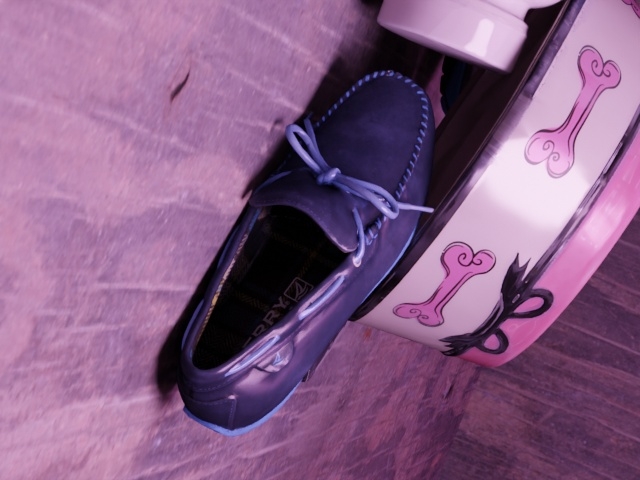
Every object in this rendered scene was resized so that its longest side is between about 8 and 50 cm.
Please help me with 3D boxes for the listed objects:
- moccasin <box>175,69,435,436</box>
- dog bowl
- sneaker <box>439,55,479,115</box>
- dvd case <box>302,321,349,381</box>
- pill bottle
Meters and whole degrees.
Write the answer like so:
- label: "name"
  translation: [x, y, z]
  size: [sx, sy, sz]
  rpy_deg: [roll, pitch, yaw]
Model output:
- label: "moccasin"
  translation: [0.000, 0.000, 1.450]
  size: [0.117, 0.138, 0.342]
  rpy_deg: [74, 39, -64]
- label: "dog bowl"
  translation: [0.188, -0.060, 1.672]
  size: [0.408, 0.150, 0.408]
  rpy_deg: [-57, -176, 6]
- label: "sneaker"
  translation: [0.242, -0.260, 1.943]
  size: [0.340, 0.140, 0.125]
  rpy_deg: [-62, -172, -17]
- label: "dvd case"
  translation: [0.037, 0.011, 1.865]
  size: [0.238, 0.030, 0.179]
  rpy_deg: [-54, 162, -48]
- label: "pill bottle"
  translation: [0.159, -0.300, 1.517]
  size: [0.169, 0.169, 0.301]
  rpy_deg: [5, 106, -77]
